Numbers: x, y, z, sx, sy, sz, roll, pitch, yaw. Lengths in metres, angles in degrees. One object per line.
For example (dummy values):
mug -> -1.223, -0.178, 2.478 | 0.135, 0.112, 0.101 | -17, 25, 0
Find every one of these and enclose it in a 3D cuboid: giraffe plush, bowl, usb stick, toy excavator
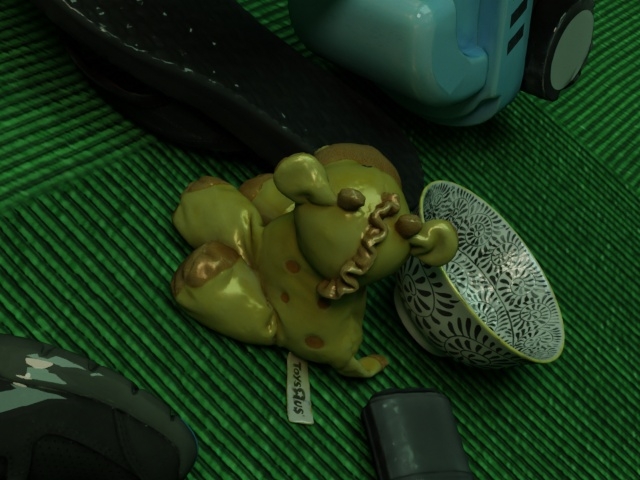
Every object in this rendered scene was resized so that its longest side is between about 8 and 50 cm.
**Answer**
giraffe plush -> 0.000, 0.000, 0.806 | 0.181, 0.170, 0.210 | 0, 52, -32
bowl -> 0.112, 0.042, 0.891 | 0.170, 0.080, 0.170 | 36, 33, -27
usb stick -> 0.091, 0.224, 0.750 | 0.077, 0.045, 0.278 | 7, 49, -28
toy excavator -> 0.051, -0.243, 0.907 | 0.222, 0.433, 0.445 | 28, 49, 28

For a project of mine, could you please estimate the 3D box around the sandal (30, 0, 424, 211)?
sandal -> -0.109, -0.136, 0.929 | 0.445, 0.107, 0.168 | 37, 36, -17

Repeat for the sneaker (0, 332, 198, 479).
sneaker -> -0.238, 0.112, 0.623 | 0.340, 0.125, 0.140 | 18, 71, -21
